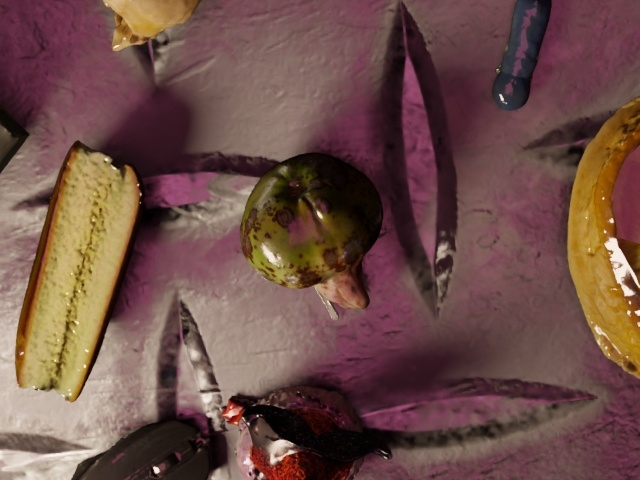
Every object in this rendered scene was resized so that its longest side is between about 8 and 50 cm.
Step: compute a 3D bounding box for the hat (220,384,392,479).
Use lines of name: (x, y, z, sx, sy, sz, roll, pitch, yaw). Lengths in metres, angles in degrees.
hat: (-0.023, 0.209, 1.593, 0.140, 0.227, 0.129, 39, 98, -9)

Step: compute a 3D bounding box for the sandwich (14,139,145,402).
sandwich: (-0.232, 0.028, 1.647, 0.090, 0.088, 0.244, 15, 94, -9)

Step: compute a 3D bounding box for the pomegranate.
pomegranate: (0.001, -0.001, 1.607, 0.138, 0.125, 0.163, -34, 95, -9)

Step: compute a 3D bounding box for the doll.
doll: (0.193, -0.185, 1.630, 0.037, 0.027, 0.125, 15, 95, 0)

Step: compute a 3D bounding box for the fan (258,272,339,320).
fan: (-0.018, 0.022, 1.675, 0.085, 0.005, 0.133, -33, 94, 4)

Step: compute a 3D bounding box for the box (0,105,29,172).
box: (-0.427, -0.115, 1.617, 0.274, 0.138, 0.178, 42, 91, -6)

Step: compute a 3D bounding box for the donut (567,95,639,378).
donut: (0.393, 0.005, 1.581, 0.330, 0.160, 0.330, -1, 97, -6)

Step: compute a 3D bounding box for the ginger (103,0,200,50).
ginger: (-0.131, -0.296, 1.567, 0.152, 0.138, 0.267, 38, 97, -29)

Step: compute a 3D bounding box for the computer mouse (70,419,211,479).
computer mouse: (-0.184, 0.242, 1.684, 0.172, 0.057, 0.099, -34, 88, 5)
